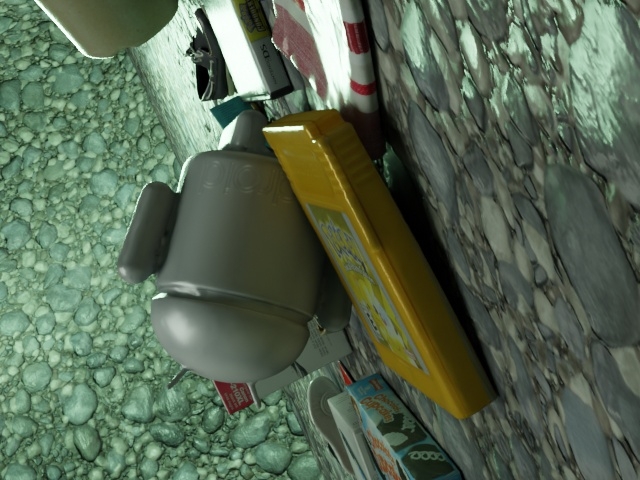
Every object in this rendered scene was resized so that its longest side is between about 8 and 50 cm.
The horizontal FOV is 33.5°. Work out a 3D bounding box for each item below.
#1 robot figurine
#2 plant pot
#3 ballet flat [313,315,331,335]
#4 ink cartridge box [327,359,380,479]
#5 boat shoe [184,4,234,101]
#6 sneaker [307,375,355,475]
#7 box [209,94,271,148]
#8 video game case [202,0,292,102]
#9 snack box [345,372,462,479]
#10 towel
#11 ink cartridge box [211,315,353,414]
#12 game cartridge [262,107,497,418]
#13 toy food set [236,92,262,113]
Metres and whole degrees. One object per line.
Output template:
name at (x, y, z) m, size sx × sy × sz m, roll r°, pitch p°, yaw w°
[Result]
robot figurine at (-0.096, 0.022, 1.319) m, size 0.200 × 0.299 × 0.354 m, roll 152°, pitch 130°, yaw -74°
plant pot at (-0.419, -0.513, 1.929) m, size 0.305 × 0.333 × 0.334 m, roll 60°, pitch 177°, yaw -39°
ballet flat at (0.000, 0.086, 1.693) m, size 0.057 × 0.052 × 0.168 m, roll -128°, pitch 17°, yaw -56°
ink cartridge box at (0.087, 0.396, 1.917) m, size 0.261 × 0.066 × 0.296 m, roll -138°, pitch 27°, yaw -67°
boat shoe at (-0.193, -0.308, 1.793) m, size 0.206 × 0.065 × 0.075 m, roll 81°, pitch 163°, yaw -57°
sneaker at (0.024, 0.381, 2.190) m, size 0.217 × 0.079 × 0.121 m, roll 65°, pitch 169°, yaw 1°
box at (-0.082, -0.106, 1.603) m, size 0.244 × 0.060 × 0.100 m, roll 53°, pitch 165°, yaw 35°
video game case at (-0.122, -0.312, 1.470) m, size 0.275 × 0.035 × 0.248 m, roll -153°, pitch 41°, yaw -76°
snack box at (0.134, 0.336, 1.508) m, size 0.322 × 0.060 × 0.187 m, roll -135°, pitch 24°, yaw -67°
towel at (-0.018, -0.260, 0.998) m, size 0.329 × 0.037 × 0.237 m, roll 76°, pitch 166°, yaw -45°
ink cartridge box at (-0.081, 0.188, 1.835) m, size 0.100 × 0.237 × 0.172 m, roll 66°, pitch 171°, yaw -10°
game cartridge at (0.049, 0.014, 1.126) m, size 0.324 × 0.052 × 0.285 m, roll 60°, pitch 172°, yaw -10°
toy food set at (-0.114, -0.210, 1.719) m, size 0.083 × 0.020 × 0.083 m, roll 89°, pitch 156°, yaw -69°
